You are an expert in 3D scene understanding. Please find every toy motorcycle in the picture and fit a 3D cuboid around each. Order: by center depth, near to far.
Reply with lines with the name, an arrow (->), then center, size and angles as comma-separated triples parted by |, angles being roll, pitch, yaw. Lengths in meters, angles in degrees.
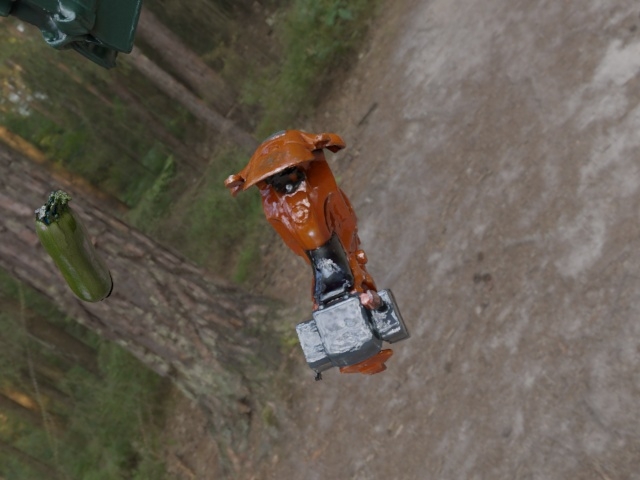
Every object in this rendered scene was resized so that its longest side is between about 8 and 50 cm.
toy motorcycle -> 0.000, 0.000, 0.874 | 0.147, 0.326, 0.221 | -24, -16, 12

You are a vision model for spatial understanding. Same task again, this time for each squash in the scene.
squash -> -0.279, 0.012, 0.835 | 0.183, 0.052, 0.052 | 82, -153, -54

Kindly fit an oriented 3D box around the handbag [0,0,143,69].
handbag -> -0.340, -0.358, 0.818 | 0.089, 0.326, 0.239 | -17, 61, 43
